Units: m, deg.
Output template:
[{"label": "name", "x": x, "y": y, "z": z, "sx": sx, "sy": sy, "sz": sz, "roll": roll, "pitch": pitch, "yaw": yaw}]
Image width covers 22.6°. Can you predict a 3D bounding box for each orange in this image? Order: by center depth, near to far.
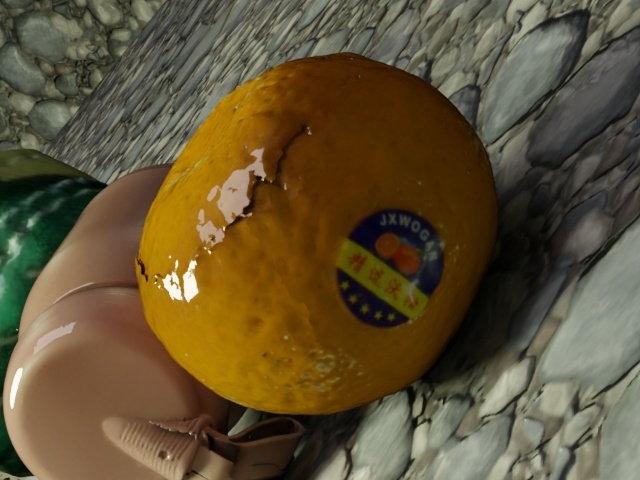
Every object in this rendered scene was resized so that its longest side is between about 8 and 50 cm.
[{"label": "orange", "x": 0.000, "y": -0.003, "z": 0.928, "sx": 0.219, "sy": 0.193, "sz": 0.219, "roll": -31, "pitch": 40, "yaw": 30}]

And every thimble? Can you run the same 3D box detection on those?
[{"label": "thimble", "x": -0.249, "y": 0.069, "z": 1.359, "sx": 0.254, "sy": 0.167, "sz": 0.288, "roll": -47, "pitch": -30, "yaw": -36}]

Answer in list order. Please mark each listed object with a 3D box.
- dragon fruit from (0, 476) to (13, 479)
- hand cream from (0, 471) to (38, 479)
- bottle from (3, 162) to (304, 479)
[{"label": "dragon fruit", "x": -0.290, "y": 0.289, "z": 1.279, "sx": 0.236, "sy": 0.137, "sz": 0.135, "roll": -70, "pitch": 7, "yaw": -46}, {"label": "hand cream", "x": -0.317, "y": 0.253, "z": 1.597, "sx": 0.186, "sy": 0.054, "sz": 0.087, "roll": -13, "pitch": 48, "yaw": 57}, {"label": "bottle", "x": -0.103, "y": 0.069, "z": 1.100, "sx": 0.297, "sy": 0.206, "sz": 0.173, "roll": -74, "pitch": 9, "yaw": -72}]
